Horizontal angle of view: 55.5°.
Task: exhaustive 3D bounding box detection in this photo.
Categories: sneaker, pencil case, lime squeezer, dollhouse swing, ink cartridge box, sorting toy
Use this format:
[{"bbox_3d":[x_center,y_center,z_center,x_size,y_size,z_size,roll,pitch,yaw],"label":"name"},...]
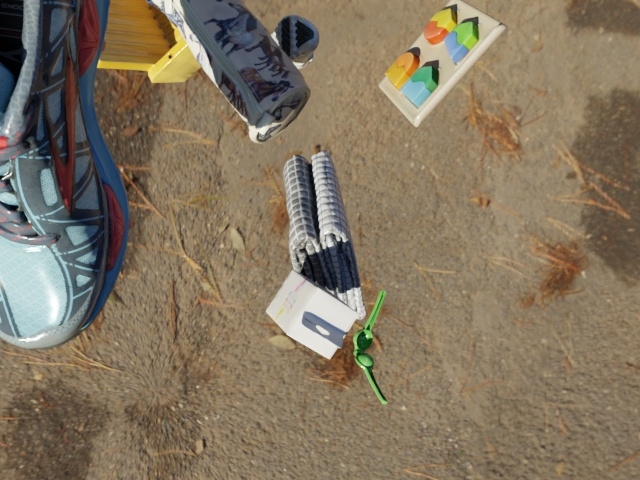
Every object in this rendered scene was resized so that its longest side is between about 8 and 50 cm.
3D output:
[{"bbox_3d":[-0.170,-0.059,0.307,0.104,0.125,0.261,0,103,4],"label":"sneaker"},{"bbox_3d":[-0.185,-0.394,1.247,0.410,0.160,0.184,54,39,6],"label":"pencil case"},{"bbox_3d":[0.137,0.291,1.610,0.059,0.110,0.310,39,43,-43],"label":"lime squeezer"},{"bbox_3d":[-0.478,-0.640,1.618,0.315,0.305,0.346,-34,75,24],"label":"dollhouse swing"},{"bbox_3d":[-0.061,-0.475,1.492,0.118,0.292,0.109,2,95,-25],"label":"sneaker"},{"bbox_3d":[-0.012,0.121,1.002,0.092,0.143,0.089,33,88,-24],"label":"ink cartridge box"},{"bbox_3d":[0.181,-0.295,0.975,0.038,0.208,0.193,32,110,-28],"label":"sorting toy"}]

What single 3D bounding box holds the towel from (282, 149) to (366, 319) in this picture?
[{"bbox_3d":[0.000,0.000,1.215,0.122,0.283,0.235,-12,47,2],"label":"towel"}]
